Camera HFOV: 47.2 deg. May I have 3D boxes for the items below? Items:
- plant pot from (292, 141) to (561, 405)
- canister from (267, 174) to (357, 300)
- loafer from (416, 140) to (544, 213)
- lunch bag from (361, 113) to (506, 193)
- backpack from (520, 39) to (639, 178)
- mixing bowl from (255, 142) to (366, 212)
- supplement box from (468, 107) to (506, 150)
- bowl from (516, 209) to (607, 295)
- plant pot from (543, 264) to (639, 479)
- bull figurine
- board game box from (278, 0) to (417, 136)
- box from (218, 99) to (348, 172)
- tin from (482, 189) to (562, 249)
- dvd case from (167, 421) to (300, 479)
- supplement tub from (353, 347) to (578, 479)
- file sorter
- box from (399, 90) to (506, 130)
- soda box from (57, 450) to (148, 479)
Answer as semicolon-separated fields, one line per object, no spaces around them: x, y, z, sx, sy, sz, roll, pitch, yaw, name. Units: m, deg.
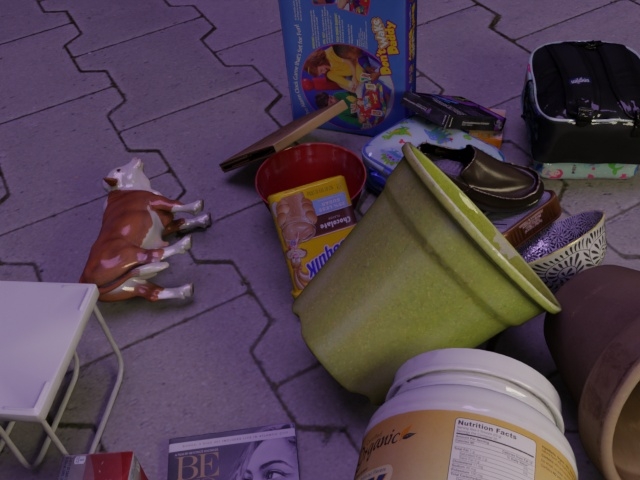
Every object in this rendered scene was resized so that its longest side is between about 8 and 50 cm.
0.112;0.062;0.930;0.254;0.276;0.276;-43;44;14;plant pot
0.000;0.000;1.084;0.126;0.170;0.073;-17;7;-11;canister
0.235;-0.100;1.119;0.220;0.078;0.080;9;59;3;loafer
0.186;-0.120;1.250;0.176;0.090;0.219;-36;52;-28;lunch bag
0.457;-0.230;1.262;0.225;0.191;0.253;0;51;2;backpack
-0.013;-0.070;1.216;0.181;0.098;0.181;-3;43;3;mixing bowl
0.309;-0.205;1.364;0.062;0.036;0.098;7;45;13;supplement box
0.349;0.031;1.063;0.170;0.080;0.170;-30;4;2;bowl
0.384;0.142;0.871;0.263;0.263;0.229;-16;27;-10;plant pot
-0.286;-0.018;1.191;0.188;0.101;0.310;-1;44;3;bull figurine
0.053;-0.358;1.329;0.233;0.347;0.078;11;46;17;board game box
-0.066;-0.188;1.321;0.164;0.021;0.201;-12;19;49;box
0.294;-0.027;1.151;0.190;0.040;0.106;-32;16;-25;tin
-0.103;0.325;0.873;0.165;0.018;0.221;-7;44;-1;dvd case
0.136;0.289;0.731;0.228;0.228;0.316;7;45;14;supplement tub
-0.427;0.179;0.950;0.278;0.173;0.193;2;45;9;file sorter
0.236;-0.229;1.300;0.162;0.029;0.116;-7;33;-40;box
-0.256;0.368;0.798;0.092;0.083;0.263;-4;44;4;soda box
